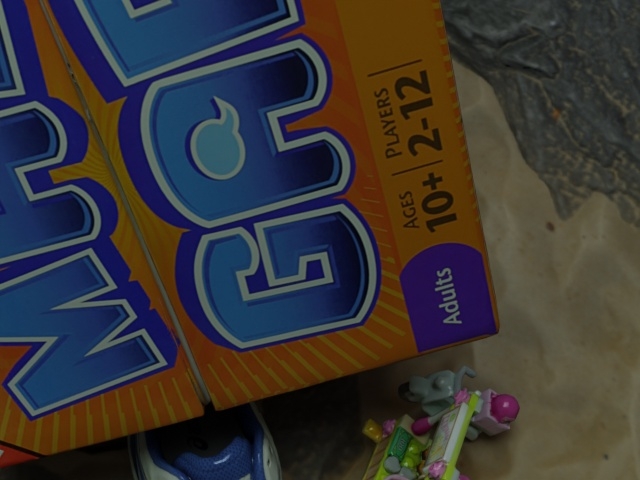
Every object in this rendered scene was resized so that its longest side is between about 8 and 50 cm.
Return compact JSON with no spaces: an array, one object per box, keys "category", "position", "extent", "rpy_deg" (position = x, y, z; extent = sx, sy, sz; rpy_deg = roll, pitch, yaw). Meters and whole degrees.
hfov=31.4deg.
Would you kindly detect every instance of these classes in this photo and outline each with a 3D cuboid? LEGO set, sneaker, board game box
[{"category":"LEGO set","position":[0.084,0.201,0.715],"extent":[0.132,0.107,0.287],"rpy_deg":[21,52,-26]},{"category":"sneaker","position":[-0.064,0.191,0.726],"extent":[0.111,0.131,0.296],"rpy_deg":[-19,61,-16]},{"category":"board game box","position":[-0.126,-0.136,0.704],"extent":[0.356,0.357,0.356],"rpy_deg":[-15,36,2]}]
